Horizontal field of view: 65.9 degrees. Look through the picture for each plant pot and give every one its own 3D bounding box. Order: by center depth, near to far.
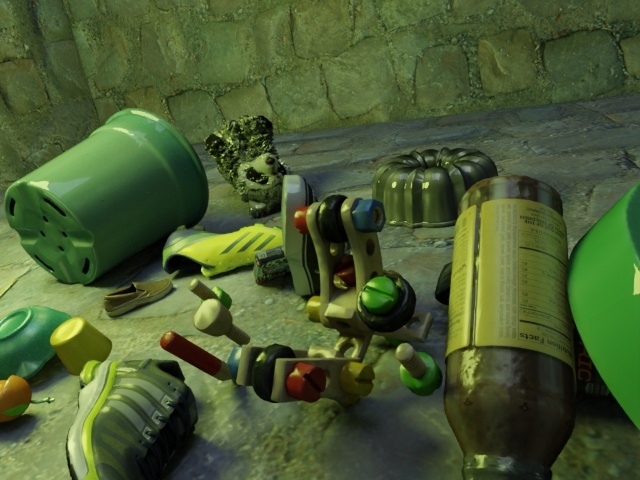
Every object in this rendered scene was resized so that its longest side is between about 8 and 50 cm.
[{"bbox_3d":[-0.496,-0.090,1.153,0.341,0.341,0.334,2,32,27],"label":"plant pot"}]

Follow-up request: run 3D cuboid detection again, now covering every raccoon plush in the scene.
[{"bbox_3d":[-0.183,-0.183,1.527,0.216,0.299,0.446,-27,-10,-5],"label":"raccoon plush"}]

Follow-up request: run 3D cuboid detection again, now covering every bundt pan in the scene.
[{"bbox_3d":[0.277,-0.145,1.206,0.331,0.124,0.331,-8,20,3],"label":"bundt pan"}]

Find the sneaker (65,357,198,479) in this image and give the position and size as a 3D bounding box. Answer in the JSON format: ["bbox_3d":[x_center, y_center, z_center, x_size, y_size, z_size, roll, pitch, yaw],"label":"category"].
[{"bbox_3d":[-0.190,0.204,0.526,0.121,0.111,0.300,-12,23,-18],"label":"sneaker"}]

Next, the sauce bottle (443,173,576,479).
[{"bbox_3d":[0.165,0.103,0.441,0.111,0.111,0.344,0,57,24],"label":"sauce bottle"}]

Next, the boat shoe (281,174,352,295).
[{"bbox_3d":[0.000,0.004,0.764,0.105,0.306,0.113,-4,56,1],"label":"boat shoe"}]

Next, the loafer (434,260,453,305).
[{"bbox_3d":[0.216,0.028,0.650,0.170,0.062,0.061,-35,35,44],"label":"loafer"}]

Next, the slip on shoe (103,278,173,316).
[{"bbox_3d":[-0.349,0.099,0.950,0.135,0.041,0.051,-24,25,-34],"label":"slip on shoe"}]

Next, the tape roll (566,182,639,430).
[{"bbox_3d":[0.366,0.083,0.398,0.321,0.077,0.321,12,47,-13],"label":"tape roll"}]

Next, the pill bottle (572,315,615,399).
[{"bbox_3d":[0.285,0.103,0.544,0.246,0.130,0.130,1,23,26],"label":"pill bottle"}]

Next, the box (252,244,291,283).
[{"bbox_3d":[-0.058,0.036,0.933,0.137,0.027,0.094,-17,-22,-17],"label":"box"}]

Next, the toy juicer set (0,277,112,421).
[{"bbox_3d":[-0.481,0.181,0.759,0.329,0.089,0.209,13,48,38],"label":"toy juicer set"}]

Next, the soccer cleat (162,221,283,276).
[{"bbox_3d":[-0.191,0.031,1.036,0.289,0.093,0.121,-1,52,10],"label":"soccer cleat"}]

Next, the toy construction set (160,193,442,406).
[{"bbox_3d":[0.000,0.119,0.616,0.309,0.237,0.257,-20,47,20],"label":"toy construction set"}]
